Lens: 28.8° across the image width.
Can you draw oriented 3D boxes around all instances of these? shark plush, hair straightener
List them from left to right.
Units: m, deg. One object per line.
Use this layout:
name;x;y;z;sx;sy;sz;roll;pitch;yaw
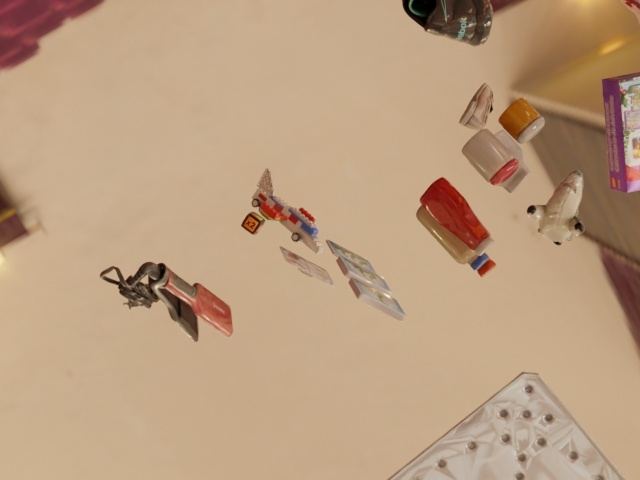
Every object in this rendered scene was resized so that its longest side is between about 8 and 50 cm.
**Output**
hair straightener;-0.172;0.068;1.324;0.089;0.047;0.230;-11;163;14
shark plush;0.315;-0.031;1.589;0.073;0.161;0.067;17;-106;23

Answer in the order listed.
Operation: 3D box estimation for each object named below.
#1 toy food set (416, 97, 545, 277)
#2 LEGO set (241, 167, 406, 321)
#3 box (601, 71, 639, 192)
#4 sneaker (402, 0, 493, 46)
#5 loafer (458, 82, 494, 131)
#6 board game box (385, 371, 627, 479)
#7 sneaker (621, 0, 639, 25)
toy food set;0.192;-0.046;1.428;0.111;0.104;0.232;-30;163;-44
LEGO set;0.000;0.000;1.626;0.060;0.244;0.182;-56;-156;14
box;0.644;-0.211;2.224;0.293;0.201;0.057;-12;-167;-20
sneaker;0.175;-0.398;1.923;0.106;0.101;0.267;-4;-138;-18
loafer;0.240;-0.196;1.874;0.045;0.039;0.125;-56;180;35
board game box;0.223;0.415;1.511;0.390;0.390;0.050;-40;-176;7
sneaker;0.469;-0.299;1.766;0.087;0.128;0.221;-4;-167;11
